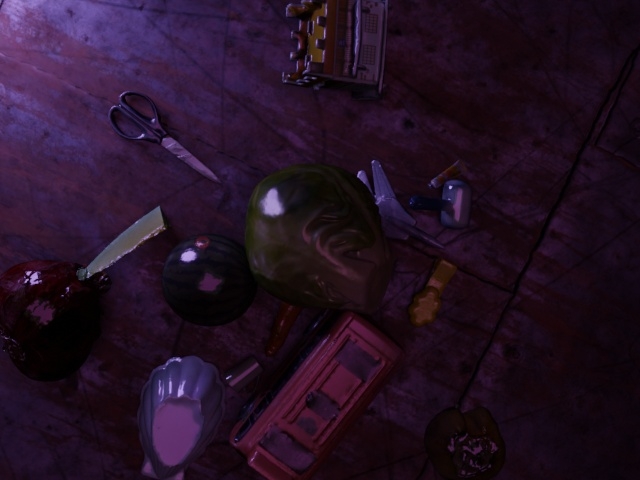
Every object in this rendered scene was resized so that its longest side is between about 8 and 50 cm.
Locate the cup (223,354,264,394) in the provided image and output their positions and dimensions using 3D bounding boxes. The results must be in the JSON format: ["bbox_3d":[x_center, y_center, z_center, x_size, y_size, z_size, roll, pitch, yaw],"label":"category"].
[{"bbox_3d":[-0.170,0.315,1.908,0.083,0.054,0.075,-36,81,-4],"label":"cup"}]

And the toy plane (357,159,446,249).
[{"bbox_3d":[0.170,-0.042,1.889,0.267,0.088,0.212,29,91,13],"label":"toy plane"}]

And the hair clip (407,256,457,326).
[{"bbox_3d":[0.264,0.126,1.943,0.072,0.046,0.173,29,92,-2],"label":"hair clip"}]

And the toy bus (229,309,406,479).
[{"bbox_3d":[-0.008,0.348,1.837,0.203,0.233,0.427,38,88,-6],"label":"toy bus"}]

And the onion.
[{"bbox_3d":[-0.587,0.175,1.792,0.221,0.281,0.280,7,93,38],"label":"onion"}]

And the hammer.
[{"bbox_3d":[0.270,-0.085,1.884,0.194,0.070,0.116,2,94,-41],"label":"hammer"}]

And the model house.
[{"bbox_3d":[0.045,-0.430,1.820,0.215,0.198,0.224,2,92,-18],"label":"model house"}]

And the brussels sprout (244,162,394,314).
[{"bbox_3d":[-0.004,0.005,1.749,0.355,0.289,0.281,37,125,23],"label":"brussels sprout"}]

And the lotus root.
[{"bbox_3d":[0.351,0.491,1.955,0.183,0.078,0.203,-29,93,-4],"label":"lotus root"}]

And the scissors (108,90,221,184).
[{"bbox_3d":[-0.344,-0.222,1.884,0.300,0.022,0.109,37,93,-7],"label":"scissors"}]

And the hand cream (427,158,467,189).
[{"bbox_3d":[0.297,-0.153,1.945,0.102,0.022,0.035,-32,90,-7],"label":"hand cream"}]

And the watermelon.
[{"bbox_3d":[-0.241,0.087,1.817,0.212,0.212,0.212,0,93,-5],"label":"watermelon"}]

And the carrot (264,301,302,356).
[{"bbox_3d":[-0.071,0.163,1.912,0.059,0.059,0.247,25,93,-6],"label":"carrot"}]

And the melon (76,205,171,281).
[{"bbox_3d":[-0.422,0.019,1.813,0.262,0.114,0.053,-40,119,-29],"label":"melon"}]

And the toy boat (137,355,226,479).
[{"bbox_3d":[-0.323,0.410,1.880,0.200,0.100,0.290,14,90,-5],"label":"toy boat"}]
